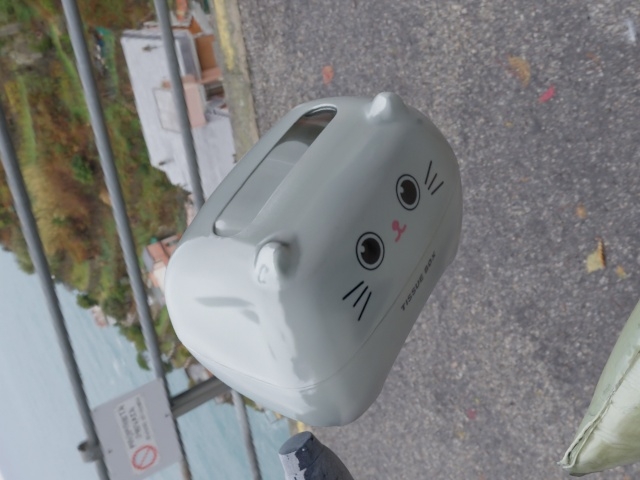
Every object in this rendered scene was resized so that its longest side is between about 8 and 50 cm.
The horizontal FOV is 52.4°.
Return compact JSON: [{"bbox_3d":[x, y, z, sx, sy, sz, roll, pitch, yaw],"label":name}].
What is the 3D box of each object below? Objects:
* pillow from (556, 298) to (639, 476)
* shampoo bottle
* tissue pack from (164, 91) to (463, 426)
[{"bbox_3d":[0.275,0.053,0.418,0.075,0.302,0.185,40,118,42],"label":"pillow"},{"bbox_3d":[0.029,0.319,0.715,0.049,0.087,0.234,-25,99,35],"label":"shampoo bottle"},{"bbox_3d":[0.000,0.000,0.682,0.229,0.333,0.236,13,144,34],"label":"tissue pack"}]
